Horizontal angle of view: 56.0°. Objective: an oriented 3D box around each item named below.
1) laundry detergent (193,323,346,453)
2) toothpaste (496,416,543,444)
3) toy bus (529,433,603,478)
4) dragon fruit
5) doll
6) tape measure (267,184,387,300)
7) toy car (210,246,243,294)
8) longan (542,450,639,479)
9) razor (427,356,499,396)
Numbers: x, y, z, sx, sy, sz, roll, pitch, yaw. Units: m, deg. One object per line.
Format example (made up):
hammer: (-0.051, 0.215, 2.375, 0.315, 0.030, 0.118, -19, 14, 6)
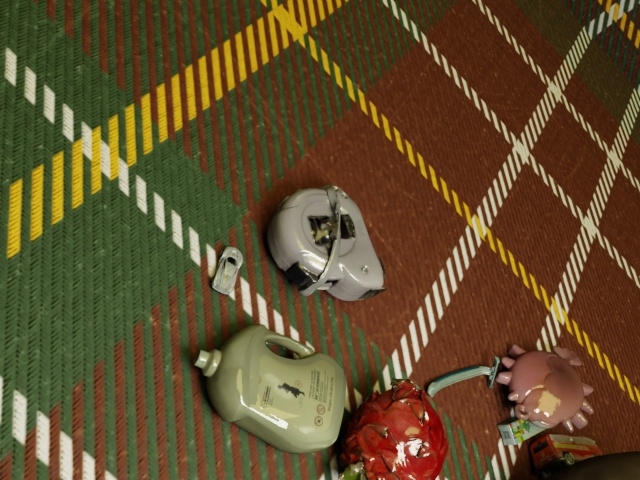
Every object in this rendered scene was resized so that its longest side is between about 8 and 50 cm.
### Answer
laundry detergent: (-0.084, 0.229, 0.966, 0.253, 0.091, 0.181, 28, 54, -20)
toothpaste: (0.443, 0.389, 1.283, 0.164, 0.034, 0.046, -9, 77, -37)
toy bus: (0.527, 0.457, 1.280, 0.174, 0.079, 0.077, 14, 43, -29)
dragon fruit: (0.125, 0.341, 1.004, 0.172, 0.172, 0.209, 41, 66, -11)
doll: (0.486, 0.306, 1.288, 0.211, 0.093, 0.262, 37, 43, 17)
tape measure: (0.000, 0.000, 1.118, 0.197, 0.120, 0.236, -4, 66, -33)
toy car: (-0.160, 0.050, 1.043, 0.041, 0.025, 0.093, 28, 56, -22)
longan: (0.528, 0.573, 1.018, 0.404, 0.435, 0.404, 51, 17, -23)
razor: (0.286, 0.282, 1.228, 0.191, 0.037, 0.068, -6, 113, -32)
